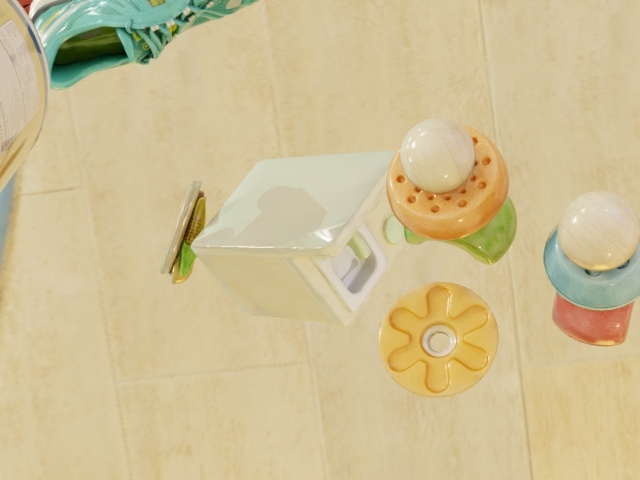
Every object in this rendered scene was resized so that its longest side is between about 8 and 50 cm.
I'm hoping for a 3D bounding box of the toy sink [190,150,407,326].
[{"bbox_3d":[0.000,0.000,1.200,0.234,0.152,0.131,-1,135,46],"label":"toy sink"}]

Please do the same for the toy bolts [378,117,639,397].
[{"bbox_3d":[0.147,0.018,0.850,0.229,0.158,0.218,12,71,20],"label":"toy bolts"}]

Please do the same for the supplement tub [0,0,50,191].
[{"bbox_3d":[-0.221,-0.062,0.527,0.144,0.199,0.144,-1,111,-2],"label":"supplement tub"}]

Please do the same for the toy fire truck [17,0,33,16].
[{"bbox_3d":[-0.326,-0.328,1.399,0.217,0.158,0.246,-31,84,-11],"label":"toy fire truck"}]

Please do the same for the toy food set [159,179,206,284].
[{"bbox_3d":[-0.162,-0.009,1.319,0.039,0.192,0.132,20,87,-9],"label":"toy food set"}]

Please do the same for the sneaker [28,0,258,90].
[{"bbox_3d":[-0.159,-0.218,1.042,0.275,0.110,0.107,-20,138,12],"label":"sneaker"}]
